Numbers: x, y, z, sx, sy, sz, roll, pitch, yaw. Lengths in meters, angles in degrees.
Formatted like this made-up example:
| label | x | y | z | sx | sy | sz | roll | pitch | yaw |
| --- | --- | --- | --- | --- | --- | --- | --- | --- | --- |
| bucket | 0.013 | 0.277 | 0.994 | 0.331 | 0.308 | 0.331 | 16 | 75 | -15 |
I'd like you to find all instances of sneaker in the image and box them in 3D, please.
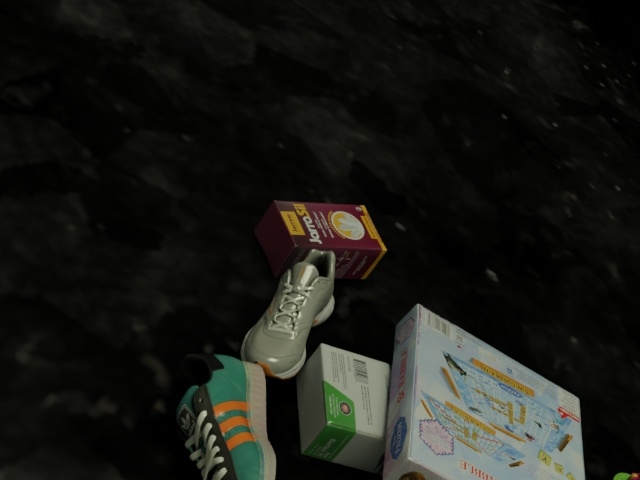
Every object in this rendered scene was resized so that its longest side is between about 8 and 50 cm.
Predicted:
| label | x | y | z | sx | sy | sz | roll | pitch | yaw |
| --- | --- | --- | --- | --- | --- | --- | --- | --- | --- |
| sneaker | -0.137 | 0.267 | 1.681 | 0.121 | 0.108 | 0.302 | 18 | 32 | -20 |
| sneaker | -0.045 | 0.100 | 1.900 | 0.099 | 0.121 | 0.262 | 17 | 33 | 9 |

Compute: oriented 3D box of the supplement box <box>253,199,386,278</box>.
| label | x | y | z | sx | sy | sz | roll | pitch | yaw |
| --- | --- | --- | --- | --- | --- | --- | --- | --- | --- |
| supplement box | 0.000 | 0.000 | 2.094 | 0.188 | 0.081 | 0.104 | 2 | 48 | -36 |

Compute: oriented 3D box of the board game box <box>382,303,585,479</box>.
| label | x | y | z | sx | sy | sz | roll | pitch | yaw |
| --- | --- | --- | --- | --- | --- | --- | --- | --- | --- |
| board game box | 0.244 | 0.285 | 1.844 | 0.319 | 0.066 | 0.318 | 31 | 35 | -15 |

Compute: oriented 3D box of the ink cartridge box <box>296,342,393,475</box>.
| label | x | y | z | sx | sy | sz | roll | pitch | yaw |
| --- | --- | --- | --- | --- | --- | --- | --- | --- | --- |
| ink cartridge box | 0.077 | 0.257 | 1.863 | 0.208 | 0.087 | 0.153 | 19 | 40 | -21 |

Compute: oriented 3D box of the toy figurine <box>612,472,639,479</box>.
| label | x | y | z | sx | sy | sz | roll | pitch | yaw |
| --- | --- | --- | --- | --- | --- | --- | --- | --- | --- |
| toy figurine | 0.557 | 0.401 | 2.015 | 0.130 | 0.159 | 0.173 | 14 | 41 | -26 |
